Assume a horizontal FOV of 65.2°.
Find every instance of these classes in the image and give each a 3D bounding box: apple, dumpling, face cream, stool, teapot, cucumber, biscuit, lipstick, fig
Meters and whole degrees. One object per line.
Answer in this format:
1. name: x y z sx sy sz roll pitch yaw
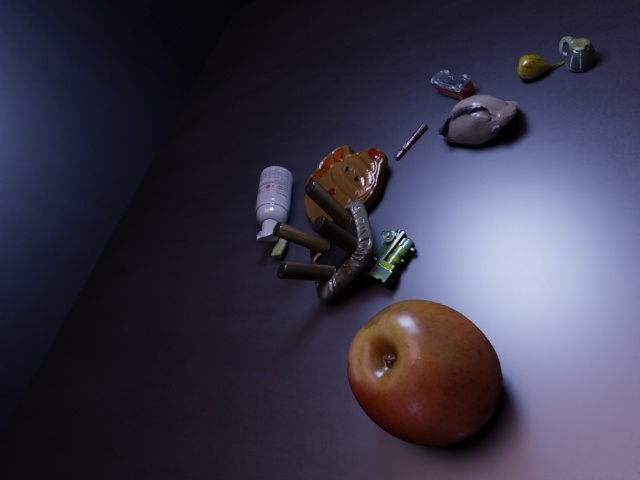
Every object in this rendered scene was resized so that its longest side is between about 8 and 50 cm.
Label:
1. apple: 0.248 0.318 1.244 0.364 0.364 0.363 -21 47 25
2. dumpling: 0.541 -0.442 1.742 0.293 0.163 0.204 -1 61 52
3. face cream: -0.200 -0.133 2.100 0.146 0.145 0.369 -18 49 27
4. stool: 0.000 0.000 1.704 0.310 0.226 0.310 -51 29 28
5. teapot: 0.854 -0.629 1.675 0.124 0.090 0.092 16 68 34
6. cucumber: -0.153 0.026 2.016 0.067 0.035 0.107 -10 46 47
7. biscuit: 0.096 -0.215 1.942 0.381 0.074 0.358 -46 51 14
8. lipstick: 0.350 -0.384 1.944 0.176 0.027 0.027 -49 42 -3
9. fig: 0.769 -0.622 1.748 0.166 0.093 0.093 -11 52 33

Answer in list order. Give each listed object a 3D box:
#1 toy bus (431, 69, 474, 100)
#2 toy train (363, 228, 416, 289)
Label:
1. toy bus: 0.514 -0.603 1.946 0.079 0.077 0.174 -47 41 -2
2. toy train: 0.231 0.054 1.659 0.132 0.083 0.200 32 81 37
